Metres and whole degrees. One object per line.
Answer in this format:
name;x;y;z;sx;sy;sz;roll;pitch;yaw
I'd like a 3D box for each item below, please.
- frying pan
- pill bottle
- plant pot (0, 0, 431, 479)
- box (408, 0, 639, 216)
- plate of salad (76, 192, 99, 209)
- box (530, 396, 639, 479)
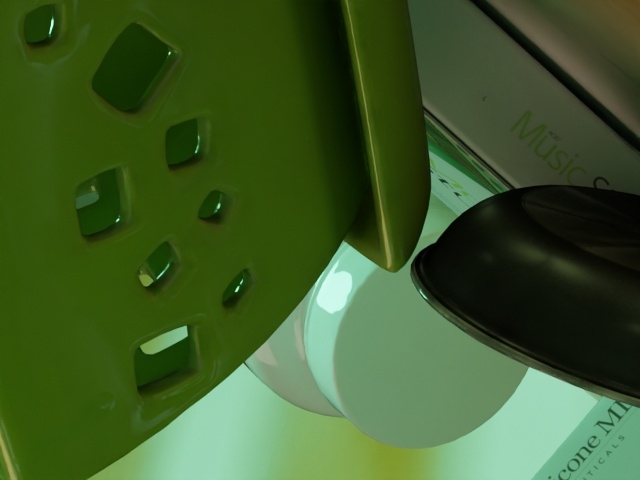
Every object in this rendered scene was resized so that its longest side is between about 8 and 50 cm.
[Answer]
frying pan;0.169;0.046;0.671;0.197;0.053;0.326;1;-161;-37
pill bottle;0.000;0.000;1.510;0.229;0.229;0.407;41;179;-34
plant pot;-0.090;-0.076;0.720;0.228;0.207;0.227;39;148;50
box;0.070;-0.064;0.967;0.232;0.058;0.322;41;178;-6
plate of salad;-0.080;-0.074;0.923;0.200;0.200;0.048;40;135;32
box;0.219;0.148;0.958;0.182;0.181;0.119;41;179;-37
